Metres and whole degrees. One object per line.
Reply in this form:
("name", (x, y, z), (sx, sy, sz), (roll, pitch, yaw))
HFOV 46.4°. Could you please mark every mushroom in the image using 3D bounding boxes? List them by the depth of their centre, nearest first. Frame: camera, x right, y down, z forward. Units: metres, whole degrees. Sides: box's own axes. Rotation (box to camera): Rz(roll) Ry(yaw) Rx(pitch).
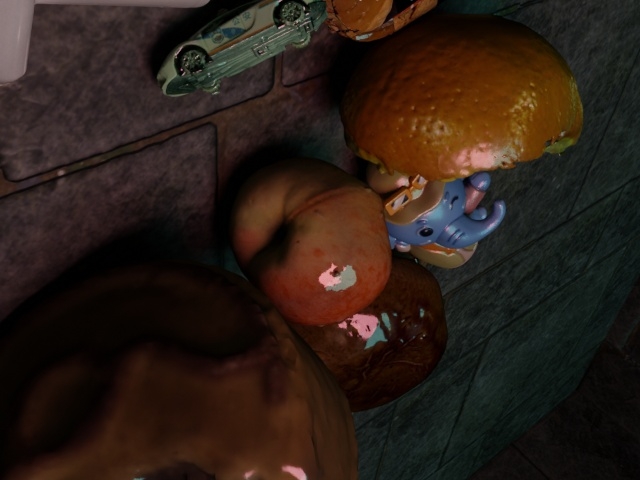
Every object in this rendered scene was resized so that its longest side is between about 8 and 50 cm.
("mushroom", (0.053, 0.153, 1.182), (0.344, 0.239, 0.345), (-9, 118, -16))

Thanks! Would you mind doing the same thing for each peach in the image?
("peach", (0.000, 0.000, 0.941), (0.232, 0.232, 0.233), (-31, 145, -25))

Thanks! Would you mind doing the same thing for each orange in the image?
("orange", (0.181, -0.178, 0.915), (0.334, 0.262, 0.196), (-13, 125, -52))

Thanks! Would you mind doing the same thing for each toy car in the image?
("toy car", (-0.081, -0.201, 0.739), (0.186, 0.058, 0.093), (-26, 179, 3))

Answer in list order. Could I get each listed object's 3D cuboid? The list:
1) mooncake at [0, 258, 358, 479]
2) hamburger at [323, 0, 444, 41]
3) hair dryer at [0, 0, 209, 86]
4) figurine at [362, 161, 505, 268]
("mooncake", (-0.181, 0.218, 0.792), (0.394, 0.393, 0.246), (-52, 151, -15))
("hamburger", (0.071, -0.322, 0.782), (0.230, 0.107, 0.231), (-29, 150, -19))
("hair dryer", (-0.175, -0.232, 0.613), (0.357, 0.107, 0.173), (-21, 141, -50))
("figurine", (0.167, -0.054, 1.097), (0.262, 0.154, 0.180), (20, 138, -40))
